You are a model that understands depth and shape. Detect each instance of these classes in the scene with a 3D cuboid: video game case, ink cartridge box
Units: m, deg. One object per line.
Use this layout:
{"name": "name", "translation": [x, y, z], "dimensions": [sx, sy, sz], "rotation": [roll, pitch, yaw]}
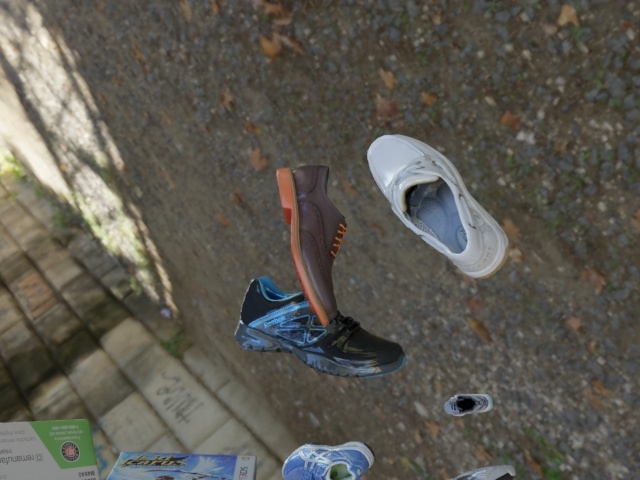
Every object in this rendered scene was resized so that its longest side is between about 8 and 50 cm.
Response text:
{"name": "video game case", "translation": [-0.254, 0.456, 1.419], "dimensions": [0.244, 0.269, 0.061], "rotation": [-116, 29, -84]}
{"name": "ink cartridge box", "translation": [-0.347, 0.356, 0.899], "dimensions": [0.198, 0.114, 0.273], "rotation": [20, -132, -61]}

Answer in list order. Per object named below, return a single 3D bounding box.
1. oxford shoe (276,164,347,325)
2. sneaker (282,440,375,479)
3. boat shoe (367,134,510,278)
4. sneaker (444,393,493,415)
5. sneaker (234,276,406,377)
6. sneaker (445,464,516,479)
{"name": "oxford shoe", "translation": [0.000, 0.000, 1.257], "dimensions": [0.097, 0.098, 0.272], "rotation": [83, 175, -75]}
{"name": "sneaker", "translation": [0.005, 0.461, 1.594], "dimensions": [0.211, 0.081, 0.080], "rotation": [-21, 100, 29]}
{"name": "boat shoe", "translation": [0.138, -0.065, 1.038], "dimensions": [0.096, 0.098, 0.277], "rotation": [22, -159, -47]}
{"name": "sneaker", "translation": [0.237, 0.279, 1.336], "dimensions": [0.098, 0.069, 0.038], "rotation": [-24, 66, 42]}
{"name": "sneaker", "translation": [-0.002, 0.163, 1.467], "dimensions": [0.340, 0.140, 0.125], "rotation": [12, -174, 17]}
{"name": "sneaker", "translation": [0.360, 0.635, 1.860], "dimensions": [0.101, 0.268, 0.153], "rotation": [129, 125, -67]}
